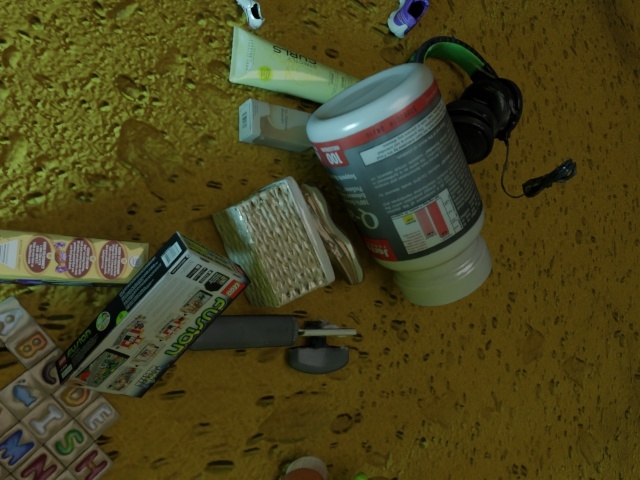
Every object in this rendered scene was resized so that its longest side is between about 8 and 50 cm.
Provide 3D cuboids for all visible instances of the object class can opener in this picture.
[{"bbox_3d":[-0.068,0.156,0.716,0.283,0.076,0.095,5,80,-34],"label":"can opener"}]

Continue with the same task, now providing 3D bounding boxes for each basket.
[{"bbox_3d":[-0.072,0.007,0.714,0.103,0.113,0.167,-27,99,-31],"label":"basket"}]

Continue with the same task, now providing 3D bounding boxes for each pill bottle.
[{"bbox_3d":[0.145,-0.080,0.809,0.210,0.210,0.363,-46,118,-31],"label":"pill bottle"}]

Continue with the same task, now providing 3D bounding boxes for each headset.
[{"bbox_3d":[0.344,-0.258,1.008,0.243,0.185,0.394,-41,96,-32],"label":"headset"}]

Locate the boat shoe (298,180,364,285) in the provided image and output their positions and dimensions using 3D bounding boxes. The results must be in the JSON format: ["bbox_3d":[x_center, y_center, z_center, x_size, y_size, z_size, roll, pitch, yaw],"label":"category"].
[{"bbox_3d":[0.000,0.000,0.803,0.072,0.068,0.190,-33,93,-22],"label":"boat shoe"}]

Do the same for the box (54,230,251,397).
[{"bbox_3d":[-0.190,0.094,0.569,0.207,0.036,0.114,-46,142,5],"label":"box"}]

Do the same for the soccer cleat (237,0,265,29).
[{"bbox_3d":[-0.116,-0.381,0.784,0.029,0.035,0.083,-33,103,-34],"label":"soccer cleat"}]

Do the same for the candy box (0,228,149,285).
[{"bbox_3d":[-0.300,0.023,0.545,0.186,0.109,0.053,5,80,-35],"label":"candy box"}]

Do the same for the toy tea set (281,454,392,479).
[{"bbox_3d":[0.062,0.456,0.768,0.200,0.124,0.336,-27,104,-6],"label":"toy tea set"}]

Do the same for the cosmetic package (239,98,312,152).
[{"bbox_3d":[-0.070,-0.182,0.784,0.115,0.041,0.060,2,82,-36],"label":"cosmetic package"}]

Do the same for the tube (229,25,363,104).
[{"bbox_3d":[-0.035,-0.273,0.816,0.240,0.062,0.070,9,39,-30],"label":"tube"}]

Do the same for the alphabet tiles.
[{"bbox_3d":[-0.353,0.215,0.542,0.198,0.009,0.237,-43,108,-32],"label":"alphabet tiles"}]

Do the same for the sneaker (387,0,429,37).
[{"bbox_3d":[0.202,-0.488,1.009,0.068,0.071,0.170,36,63,-27],"label":"sneaker"}]
